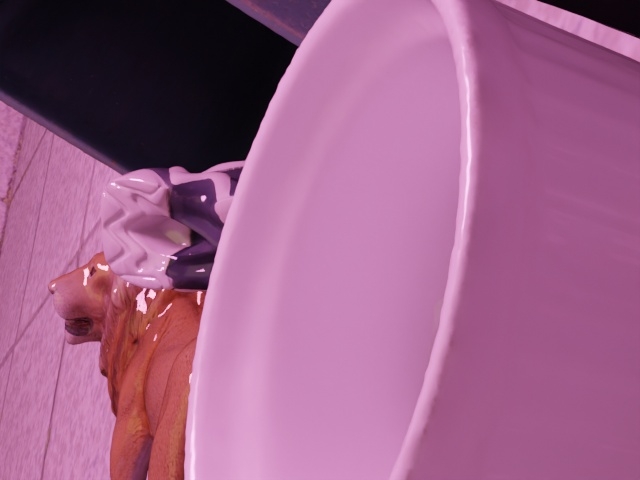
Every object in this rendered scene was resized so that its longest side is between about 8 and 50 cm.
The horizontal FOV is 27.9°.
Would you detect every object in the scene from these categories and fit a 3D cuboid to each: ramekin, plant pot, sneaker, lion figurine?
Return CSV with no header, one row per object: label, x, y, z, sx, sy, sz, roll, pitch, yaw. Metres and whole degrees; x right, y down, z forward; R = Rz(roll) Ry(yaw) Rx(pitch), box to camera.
ramekin,0.051,0.036,0.525,0.277,0.135,0.277,-166,90,-70
plant pot,-0.072,-0.201,0.894,0.247,0.248,0.252,-44,16,56
sneaker,0.000,0.000,0.772,0.235,0.153,0.094,9,108,36
lion figurine,-0.075,0.108,0.826,0.392,0.142,0.240,9,91,65

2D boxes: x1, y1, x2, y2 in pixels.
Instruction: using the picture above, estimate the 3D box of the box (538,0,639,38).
box,0.128,-0.233,0.554,0.184,0.103,0.261,-60,25,32
